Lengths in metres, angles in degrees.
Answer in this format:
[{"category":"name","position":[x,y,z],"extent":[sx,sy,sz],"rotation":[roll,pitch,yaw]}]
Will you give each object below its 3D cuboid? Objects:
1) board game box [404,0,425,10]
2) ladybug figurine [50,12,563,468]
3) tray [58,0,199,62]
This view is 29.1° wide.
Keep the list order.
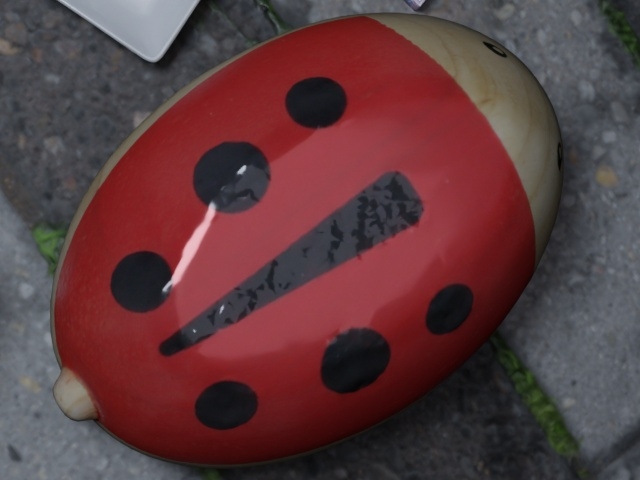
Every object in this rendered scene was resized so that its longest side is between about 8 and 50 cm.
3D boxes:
[{"category":"board game box","position":[0.076,-0.253,1.012],"extent":[0.090,0.020,0.090],"rotation":[42,82,-8]},{"category":"ladybug figurine","position":[0.000,0.000,0.916],"extent":[0.449,0.162,0.305],"rotation":[-37,96,-11]},{"category":"tray","position":[-0.201,-0.267,0.947],"extent":[0.270,0.030,0.145],"rotation":[34,83,-10]}]
